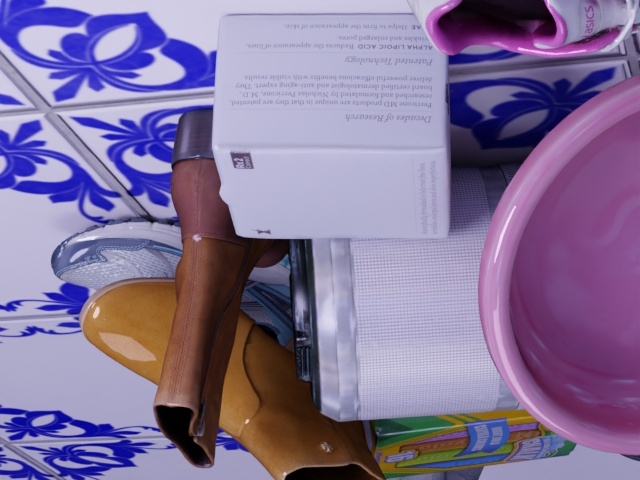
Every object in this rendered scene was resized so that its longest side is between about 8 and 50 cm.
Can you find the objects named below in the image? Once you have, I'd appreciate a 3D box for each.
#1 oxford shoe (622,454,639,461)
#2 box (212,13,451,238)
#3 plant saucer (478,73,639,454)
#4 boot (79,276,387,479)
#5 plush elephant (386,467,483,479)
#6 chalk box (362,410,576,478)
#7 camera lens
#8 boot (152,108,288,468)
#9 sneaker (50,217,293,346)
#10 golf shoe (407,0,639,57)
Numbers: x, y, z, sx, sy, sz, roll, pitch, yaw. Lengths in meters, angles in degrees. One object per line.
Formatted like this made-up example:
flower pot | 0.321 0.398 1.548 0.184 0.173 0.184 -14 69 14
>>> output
oxford shoe | 0.460 0.220 2.203 0.227 0.083 0.096 -12 137 28
box | 0.013 -0.087 1.411 0.182 0.119 0.181 1 158 4
plant saucer | 0.276 0.010 1.419 0.332 0.332 0.084 11 -160 -21
boot | -0.072 0.147 1.655 0.295 0.211 0.104 20 114 -33
plush elephant | 0.058 0.271 2.146 0.255 0.330 0.272 24 158 8
chalk box | 0.179 0.122 1.805 0.289 0.180 0.179 -8 158 -5
camera lens | 0.111 0.045 1.573 0.274 0.219 0.219 -3 158 -2
boot | -0.080 0.063 1.572 0.096 0.280 0.264 1 158 4
sneaker | -0.131 0.058 1.778 0.283 0.122 0.110 11 157 -19
golf shoe | 0.200 -0.166 1.148 0.306 0.140 0.115 -1 131 6
